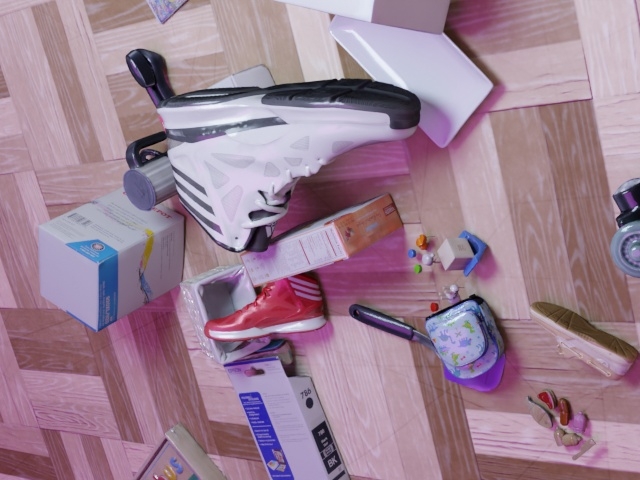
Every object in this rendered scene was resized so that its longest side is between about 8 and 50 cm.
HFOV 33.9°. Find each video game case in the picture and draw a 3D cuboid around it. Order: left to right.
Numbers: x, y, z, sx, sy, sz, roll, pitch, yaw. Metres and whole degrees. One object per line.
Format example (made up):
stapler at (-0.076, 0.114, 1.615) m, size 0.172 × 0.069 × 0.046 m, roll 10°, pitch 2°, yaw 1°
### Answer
video game case at (-0.271, -0.451, 1.862) m, size 0.122 × 0.011 × 0.087 m, roll -30°, pitch 90°, yaw 45°

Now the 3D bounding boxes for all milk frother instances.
milk frother at (-0.316, -0.120, 1.969) m, size 0.129 × 0.135 × 0.143 m, roll 53°, pitch 137°, yaw 6°

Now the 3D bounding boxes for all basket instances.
basket at (-0.183, 0.134, 1.983) m, size 0.103 × 0.113 × 0.167 m, roll 8°, pitch 117°, yaw 62°

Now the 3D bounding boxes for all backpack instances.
backpack at (0.228, 0.158, 1.657) m, size 0.105 × 0.084 × 0.114 m, roll -27°, pitch 91°, yaw 22°

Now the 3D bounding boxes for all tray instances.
tray at (0.136, -0.280, 1.582) m, size 0.270 × 0.030 × 0.145 m, roll 48°, pitch 132°, yaw 12°

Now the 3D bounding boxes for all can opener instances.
can opener at (-0.298, -0.272, 1.941) m, size 0.059 × 0.073 × 0.186 m, roll -7°, pitch 118°, yaw 50°

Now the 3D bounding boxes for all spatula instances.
spatula at (0.170, 0.170, 1.765) m, size 0.296 × 0.030 × 0.084 m, roll 23°, pitch 117°, yaw 32°

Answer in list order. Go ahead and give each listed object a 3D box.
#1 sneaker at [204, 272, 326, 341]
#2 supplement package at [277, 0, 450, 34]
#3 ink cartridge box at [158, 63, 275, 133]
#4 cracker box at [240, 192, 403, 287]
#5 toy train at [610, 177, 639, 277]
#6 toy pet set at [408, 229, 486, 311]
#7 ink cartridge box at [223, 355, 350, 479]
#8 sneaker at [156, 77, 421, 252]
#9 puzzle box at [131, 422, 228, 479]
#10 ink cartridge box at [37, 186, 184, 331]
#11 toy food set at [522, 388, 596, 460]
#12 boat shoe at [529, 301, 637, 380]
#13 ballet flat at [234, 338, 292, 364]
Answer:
sneaker at (-0.105, 0.107, 1.894) m, size 0.087 × 0.221 × 0.128 m, roll -133°, pitch 36°, yaw -81°
supplement package at (0.036, -0.414, 1.458) m, size 0.263 × 0.198 × 0.199 m, roll 21°, pitch 106°, yaw 32°
ink cartridge box at (-0.162, -0.193, 1.836) m, size 0.218 × 0.092 × 0.158 m, roll -20°, pitch 97°, yaw 42°
cracker box at (0.000, 0.000, 1.744) m, size 0.232 × 0.156 × 0.067 m, roll -18°, pitch 97°, yaw 43°
toy train at (0.514, 0.049, 1.349) m, size 0.190 × 0.142 × 0.334 m, roll -31°, pitch 89°, yaw 35°
toy pet set at (0.207, 0.034, 1.660) m, size 0.114 × 0.065 × 0.122 m, roll -60°, pitch 40°, yaw 46°
ink cartridge box at (-0.059, 0.368, 2.034) m, size 0.165 × 0.065 × 0.332 m, roll -12°, pitch 103°, yaw 43°
sneaker at (-0.041, -0.112, 1.652) m, size 0.448 × 0.169 × 0.257 m, roll 2°, pitch 108°, yaw 29°
puzzle box at (-0.323, 0.622, 2.387) m, size 0.272 × 0.052 × 0.409 m, roll 47°, pitch 133°, yaw 14°
ink cartridge box at (-0.404, 0.031, 2.050) m, size 0.171 × 0.233 × 0.168 m, roll 28°, pitch 128°, yaw 28°
toy food set at (0.380, 0.280, 1.650) m, size 0.122 × 0.019 × 0.078 m, roll 53°, pitch 134°, yaw 19°
boat shoe at (0.379, 0.151, 1.556) m, size 0.170 × 0.063 × 0.059 m, roll 32°, pitch 122°, yaw 25°
ballet flat at (-0.122, 0.225, 2.027) m, size 0.168 × 0.057 × 0.052 m, roll -8°, pitch 114°, yaw 43°
